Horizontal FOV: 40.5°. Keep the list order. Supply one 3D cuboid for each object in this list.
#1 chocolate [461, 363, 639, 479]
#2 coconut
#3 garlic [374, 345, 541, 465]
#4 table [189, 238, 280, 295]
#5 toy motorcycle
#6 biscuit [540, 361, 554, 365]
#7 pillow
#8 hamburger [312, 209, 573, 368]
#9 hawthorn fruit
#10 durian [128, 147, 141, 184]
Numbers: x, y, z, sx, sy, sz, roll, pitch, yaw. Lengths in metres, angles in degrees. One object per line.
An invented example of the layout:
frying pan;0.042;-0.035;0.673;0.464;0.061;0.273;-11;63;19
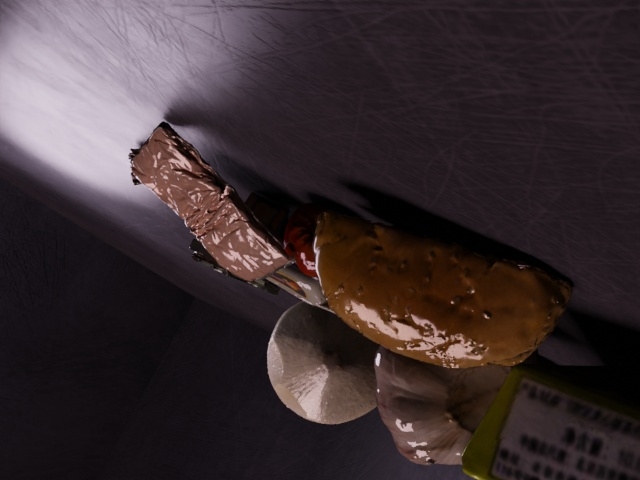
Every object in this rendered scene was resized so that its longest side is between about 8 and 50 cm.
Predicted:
chocolate;0.353;0.233;0.920;0.301;0.137;0.289;16;-176;40
coconut;0.017;0.217;1.610;0.237;0.237;0.266;28;174;-6
garlic;0.153;0.163;1.085;0.218;0.218;0.212;31;-177;-17
table;-0.147;0.036;1.594;0.175;0.062;0.146;26;169;1
toy motorcycle;0.014;0.043;1.157;0.263;0.091;0.157;27;165;16
biscuit;0.309;0.244;1.375;0.326;0.107;0.326;30;170;6
pillow;-0.135;-0.039;1.069;0.232;0.043;0.126;46;142;-12
hamburger;0.108;0.053;0.868;0.262;0.131;0.124;20;168;15
hawthorn fruit;0.000;0.000;1.007;0.093;0.093;0.093;26;170;5
durian;-0.243;-0.109;1.246;0.066;0.052;0.130;-10;-173;-21
